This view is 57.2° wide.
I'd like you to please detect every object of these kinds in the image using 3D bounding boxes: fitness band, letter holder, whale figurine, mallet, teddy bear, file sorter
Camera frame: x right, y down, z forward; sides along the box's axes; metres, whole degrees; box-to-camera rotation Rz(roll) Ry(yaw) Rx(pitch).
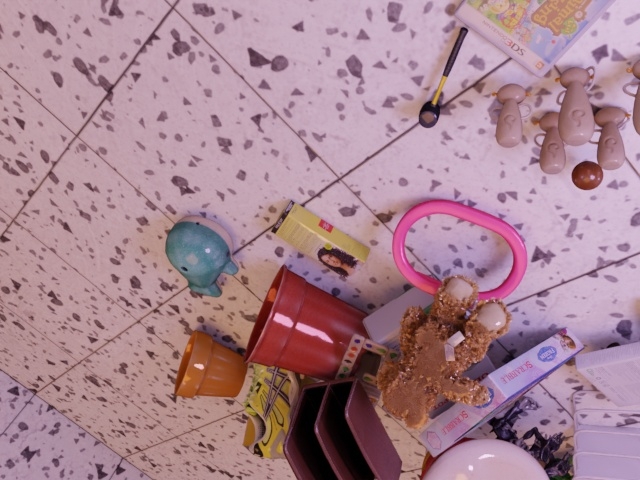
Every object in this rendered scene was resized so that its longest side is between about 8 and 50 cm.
[{"bbox_3d":[0.299,0.029,1.274,0.291,0.054,0.209,21,107,7],"label":"fitness band"},{"bbox_3d":[0.058,0.512,1.383,0.152,0.214,0.302,-16,115,24],"label":"letter holder"},{"bbox_3d":[-0.328,0.066,1.571,0.216,0.141,0.272,16,134,9],"label":"whale figurine"},{"bbox_3d":[0.226,-0.294,1.078,0.039,0.062,0.190,21,133,4],"label":"mallet"},{"bbox_3d":[0.260,0.234,1.238,0.245,0.113,0.338,20,98,27],"label":"teddy bear"},{"bbox_3d":[0.713,0.520,1.426,0.193,0.278,0.173,-5,122,26],"label":"file sorter"}]

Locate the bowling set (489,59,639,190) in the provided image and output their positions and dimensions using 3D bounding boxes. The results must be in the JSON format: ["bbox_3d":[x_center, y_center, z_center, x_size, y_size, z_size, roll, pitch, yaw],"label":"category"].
[{"bbox_3d":[0.450,-0.197,1.036,0.287,0.154,0.200,1,152,20],"label":"bowling set"}]

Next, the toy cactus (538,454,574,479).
[{"bbox_3d":[0.685,0.695,1.717,0.180,0.112,0.219,14,142,25],"label":"toy cactus"}]

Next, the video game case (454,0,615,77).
[{"bbox_3d":[0.359,-0.400,0.956,0.193,0.023,0.212,33,133,-7],"label":"video game case"}]

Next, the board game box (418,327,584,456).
[{"bbox_3d":[0.428,0.363,1.398,0.066,0.318,0.318,55,140,24],"label":"board game box"}]

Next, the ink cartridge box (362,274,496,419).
[{"bbox_3d":[0.273,0.264,1.439,0.211,0.121,0.289,-35,114,5],"label":"ink cartridge box"}]

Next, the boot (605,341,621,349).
[{"bbox_3d":[0.727,0.290,1.384,0.114,0.037,0.106,19,139,7],"label":"boot"}]

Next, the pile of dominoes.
[{"bbox_3d":[0.134,0.343,1.394,0.196,0.040,0.251,20,133,5],"label":"pile of dominoes"}]

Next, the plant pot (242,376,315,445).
[{"bbox_3d":[-0.124,0.519,1.843,0.187,0.212,0.212,12,133,-4],"label":"plant pot"}]

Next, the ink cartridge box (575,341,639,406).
[{"bbox_3d":[0.732,0.300,1.320,0.224,0.045,0.223,-23,131,40],"label":"ink cartridge box"}]

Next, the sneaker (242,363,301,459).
[{"bbox_3d":[-0.142,0.419,1.657,0.147,0.385,0.145,2,156,-30],"label":"sneaker"}]

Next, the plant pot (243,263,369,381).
[{"bbox_3d":[-0.026,0.237,1.525,0.265,0.272,0.272,23,134,-8],"label":"plant pot"}]

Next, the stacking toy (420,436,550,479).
[{"bbox_3d":[0.384,0.660,1.609,0.350,0.350,0.480,30,176,-3],"label":"stacking toy"}]

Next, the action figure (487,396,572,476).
[{"bbox_3d":[0.555,0.521,1.573,0.164,0.141,0.275,59,167,-13],"label":"action figure"}]

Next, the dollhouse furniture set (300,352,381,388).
[{"bbox_3d":[0.036,0.487,1.677,0.198,0.286,0.303,13,122,14],"label":"dollhouse furniture set"}]

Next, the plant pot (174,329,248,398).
[{"bbox_3d":[-0.337,0.407,1.847,0.188,0.205,0.205,19,136,-16],"label":"plant pot"}]

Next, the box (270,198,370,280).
[{"bbox_3d":[0.000,0.000,1.431,0.232,0.058,0.087,32,134,-4],"label":"box"}]
